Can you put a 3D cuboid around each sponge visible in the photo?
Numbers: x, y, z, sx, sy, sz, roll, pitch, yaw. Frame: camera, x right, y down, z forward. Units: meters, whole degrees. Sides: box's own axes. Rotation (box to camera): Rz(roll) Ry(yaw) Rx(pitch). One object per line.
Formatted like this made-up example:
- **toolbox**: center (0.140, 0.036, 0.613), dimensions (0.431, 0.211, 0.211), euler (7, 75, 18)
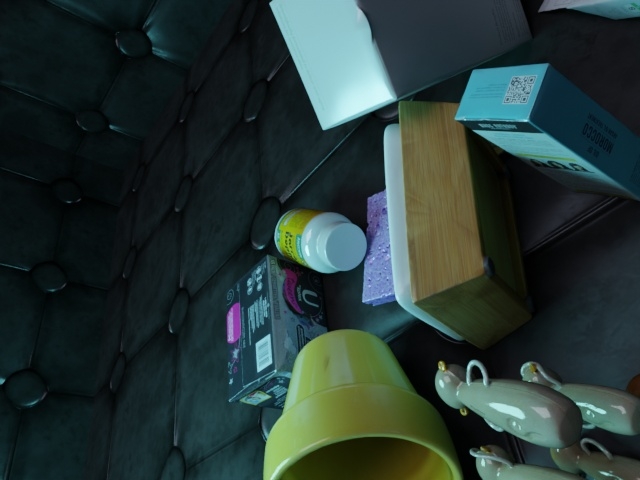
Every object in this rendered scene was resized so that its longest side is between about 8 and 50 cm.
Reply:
- **sponge**: center (0.128, 0.003, 0.956), dimensions (0.117, 0.031, 0.210), euler (-23, 55, 49)

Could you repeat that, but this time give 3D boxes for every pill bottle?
- **pill bottle**: center (0.000, 0.000, 1.047), dimensions (0.208, 0.118, 0.117), euler (15, 86, 62)

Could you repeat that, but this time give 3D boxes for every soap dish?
- **soap dish**: center (0.188, -0.023, 0.724), dimensions (0.118, 0.229, 0.290), euler (-17, 58, 31)

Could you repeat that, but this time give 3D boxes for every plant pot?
- **plant pot**: center (0.048, 0.263, 0.766), dimensions (0.254, 0.254, 0.239), euler (-53, 21, 24)

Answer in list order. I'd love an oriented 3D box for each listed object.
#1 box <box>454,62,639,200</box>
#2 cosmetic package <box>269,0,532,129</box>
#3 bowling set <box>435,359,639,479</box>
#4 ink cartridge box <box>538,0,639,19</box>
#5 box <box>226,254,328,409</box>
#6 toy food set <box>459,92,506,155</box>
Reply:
- **box**: center (0.275, -0.116, 0.611), dimensions (0.100, 0.244, 0.060), euler (22, 92, 57)
- **cosmetic package**: center (0.134, -0.319, 0.786), dimensions (0.155, 0.365, 0.197), euler (-10, 106, 53)
- **bowling set**: center (0.267, 0.213, 0.562), dimensions (0.154, 0.200, 0.287), euler (1, 116, 60)
- **ink cartridge box**: center (0.424, -0.397, 0.743), dimensions (0.181, 0.056, 0.224), euler (-63, 15, 11)
- **box**: center (-0.083, 0.183, 1.066), dimensions (0.163, 0.142, 0.247), euler (-40, 45, 36)
- **toy food set**: center (0.282, -0.190, 0.840), dimensions (0.192, 0.038, 0.132), euler (10, 74, 62)
